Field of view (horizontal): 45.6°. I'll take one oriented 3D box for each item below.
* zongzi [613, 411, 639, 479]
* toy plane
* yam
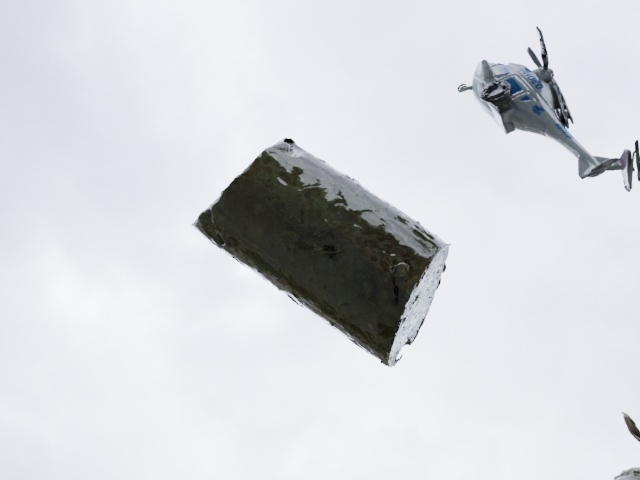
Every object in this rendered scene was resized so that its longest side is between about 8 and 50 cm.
[{"bbox_3d":[0.403,0.526,1.141,0.467,0.218,0.500,-21,-76,32],"label":"zongzi"},{"bbox_3d":[0.260,-0.137,0.901,0.107,0.273,0.182,-26,-29,2],"label":"toy plane"},{"bbox_3d":[0.000,0.000,0.882,0.304,0.168,0.168,35,-64,15],"label":"yam"}]
